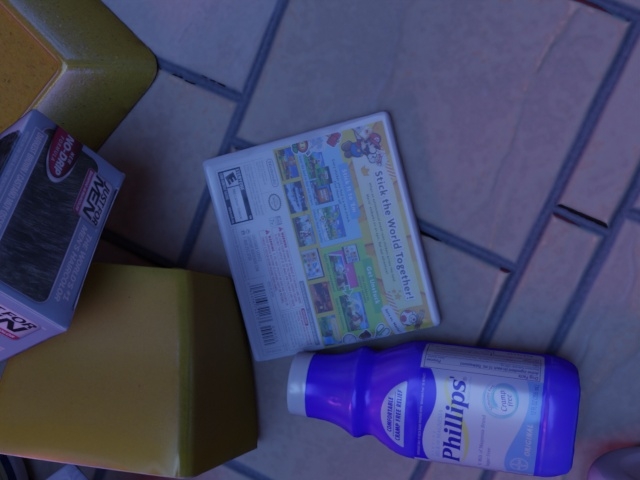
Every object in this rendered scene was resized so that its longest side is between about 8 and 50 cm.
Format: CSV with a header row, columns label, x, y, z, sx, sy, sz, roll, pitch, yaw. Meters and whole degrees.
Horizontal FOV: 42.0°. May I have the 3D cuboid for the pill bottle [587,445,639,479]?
label,x,y,z,sx,sy,sz,roll,pitch,yaw
pill bottle,0.322,0.340,0.782,0.146,0.146,0.263,2,98,14

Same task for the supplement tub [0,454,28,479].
label,x,y,z,sx,sy,sz,roll,pitch,yaw
supplement tub,-0.494,0.321,0.887,0.236,0.325,0.235,2,98,14

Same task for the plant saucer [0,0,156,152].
label,x,y,z,sx,sy,sz,roll,pitch,yaw
plant saucer,-0.403,-0.184,0.920,0.333,0.081,0.332,45,106,4

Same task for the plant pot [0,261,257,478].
label,x,y,z,sx,sy,sz,roll,pitch,yaw
plant pot,-0.186,0.120,0.855,0.212,0.212,0.187,3,85,13

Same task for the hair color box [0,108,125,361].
label,x,y,z,sx,sy,sz,roll,pitch,yaw
hair color box,-0.372,0.041,0.822,0.375,0.185,0.114,-24,131,34

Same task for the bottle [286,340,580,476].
label,x,y,z,sx,sy,sz,roll,pitch,yaw
bottle,0.110,0.160,0.835,0.283,0.092,0.118,6,103,13

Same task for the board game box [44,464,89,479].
label,x,y,z,sx,sy,sz,roll,pitch,yaw
board game box,-0.307,0.426,0.818,0.066,0.318,0.318,29,146,44

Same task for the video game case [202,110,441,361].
label,x,y,z,sx,sy,sz,roll,pitch,yaw
video game case,0.000,0.000,0.875,0.207,0.026,0.226,-13,94,15
